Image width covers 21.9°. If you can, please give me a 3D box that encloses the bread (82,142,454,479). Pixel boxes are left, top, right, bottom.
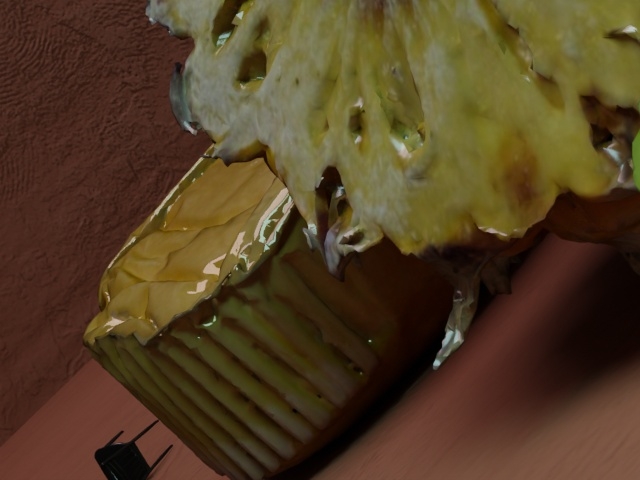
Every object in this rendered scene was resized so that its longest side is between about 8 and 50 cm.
[{"bbox_3d":[0.000,0.000,0.844,0.250,0.133,0.179,-55,19,-21],"label":"bread"}]

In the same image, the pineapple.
[{"bbox_3d":[0.133,-0.077,0.631,0.286,0.209,0.344,-9,8,-38],"label":"pineapple"}]

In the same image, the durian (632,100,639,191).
[{"bbox_3d":[0.183,-0.080,0.392,0.250,0.101,0.139,-45,4,17],"label":"durian"}]

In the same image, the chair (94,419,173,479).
[{"bbox_3d":[-0.141,0.161,1.175,0.042,0.037,0.086,-28,8,25],"label":"chair"}]
